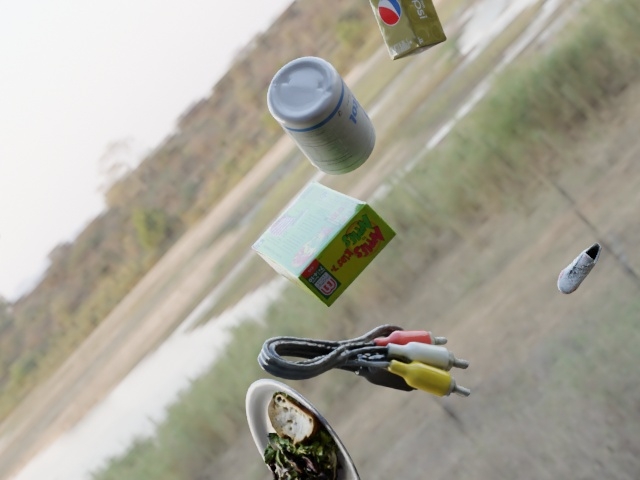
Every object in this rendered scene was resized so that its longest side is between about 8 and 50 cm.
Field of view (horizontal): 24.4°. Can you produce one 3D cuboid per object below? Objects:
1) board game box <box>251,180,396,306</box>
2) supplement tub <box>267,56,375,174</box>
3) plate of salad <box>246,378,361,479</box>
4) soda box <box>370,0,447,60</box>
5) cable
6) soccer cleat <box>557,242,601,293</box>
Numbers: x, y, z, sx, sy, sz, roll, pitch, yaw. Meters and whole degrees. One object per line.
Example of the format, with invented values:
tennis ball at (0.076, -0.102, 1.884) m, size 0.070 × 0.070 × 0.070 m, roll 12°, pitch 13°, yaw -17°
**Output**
board game box at (0.000, 0.000, 1.403) m, size 0.092 × 0.043 × 0.181 m, roll -48°, pitch 17°, yaw -4°
supplement tub at (0.002, -0.112, 1.346) m, size 0.071 × 0.071 × 0.107 m, roll -47°, pitch -32°, yaw -2°
plate of salad at (-0.025, 0.244, 1.638) m, size 0.048 × 0.200 × 0.200 m, roll -33°, pitch -1°, yaw -30°
soda box at (0.103, -0.340, 2.002) m, size 0.061 × 0.181 × 0.058 m, roll -20°, pitch -1°, yaw -43°
cable at (0.052, 0.133, 1.865) m, size 0.072 × 0.287 × 0.139 m, roll -59°, pitch 33°, yaw 27°
soccer cleat at (0.323, 0.034, 1.843) m, size 0.083 × 0.029 × 0.036 m, roll -43°, pitch -13°, yaw -32°
